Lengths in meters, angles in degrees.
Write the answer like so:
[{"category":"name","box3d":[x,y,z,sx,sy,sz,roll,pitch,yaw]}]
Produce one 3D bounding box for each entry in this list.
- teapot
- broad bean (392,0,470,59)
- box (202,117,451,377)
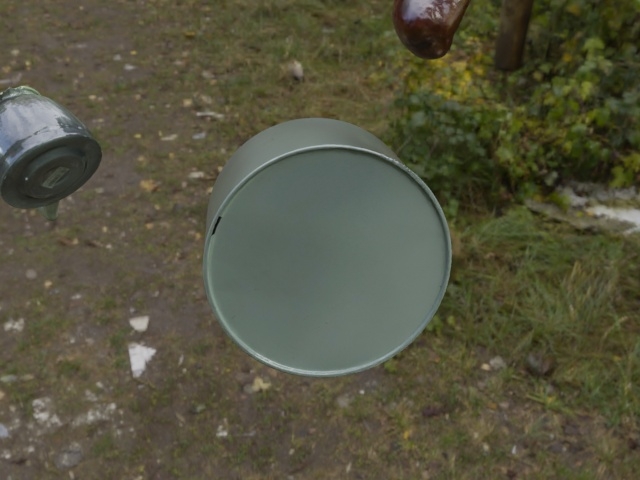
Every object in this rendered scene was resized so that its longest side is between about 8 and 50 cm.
[{"category":"teapot","box3d":[-0.258,-0.078,0.629,0.091,0.124,0.092,53,32,16]},{"category":"broad bean","box3d":[0.149,-0.321,0.965,0.114,0.084,0.165,9,65,33]},{"category":"box","box3d":[0.000,0.000,0.714,0.226,0.226,0.149,-2,20,-6]}]
